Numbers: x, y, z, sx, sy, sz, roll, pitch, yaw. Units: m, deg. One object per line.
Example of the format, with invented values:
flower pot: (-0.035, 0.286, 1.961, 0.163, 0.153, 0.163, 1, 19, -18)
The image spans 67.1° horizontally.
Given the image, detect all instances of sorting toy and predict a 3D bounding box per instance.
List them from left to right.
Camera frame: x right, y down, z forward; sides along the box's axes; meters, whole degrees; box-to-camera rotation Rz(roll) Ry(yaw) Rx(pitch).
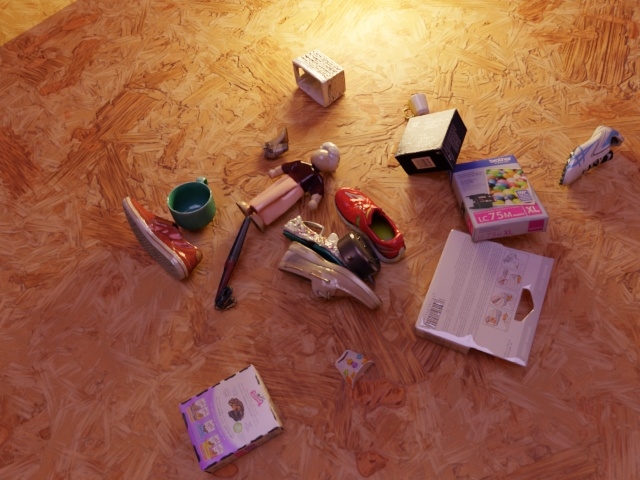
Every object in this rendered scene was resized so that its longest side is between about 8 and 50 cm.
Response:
sorting toy: (0.075, 0.302, 1.176, 0.083, 0.045, 0.075, -46, 45, -17)

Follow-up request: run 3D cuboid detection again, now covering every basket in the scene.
basket: (-0.002, -0.552, 1.630, 0.103, 0.113, 0.167, -38, 62, -15)

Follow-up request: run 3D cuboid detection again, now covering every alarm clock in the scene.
alarm clock: (0.102, 0.027, 1.276, 0.064, 0.129, 0.192, -38, 25, 14)

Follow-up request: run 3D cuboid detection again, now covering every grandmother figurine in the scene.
grandmother figurine: (-0.072, -0.167, 1.430, 0.342, 0.104, 0.208, -42, 72, -12)

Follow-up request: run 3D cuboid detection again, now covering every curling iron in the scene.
curling iron: (-0.234, 0.063, 1.329, 0.068, 0.035, 0.274, 7, 73, 24)

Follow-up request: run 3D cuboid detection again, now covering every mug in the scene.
mug: (-0.367, -0.103, 1.433, 0.129, 0.097, 0.158, 36, 60, 28)
mug: (0.313, -0.420, 1.546, 0.062, 0.078, 0.064, -4, 64, -31)

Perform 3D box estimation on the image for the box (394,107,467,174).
box: (0.322, -0.284, 1.403, 0.156, 0.093, 0.158, 0, 56, 43)

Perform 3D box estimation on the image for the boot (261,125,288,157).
boot: (-0.147, -0.316, 1.560, 0.087, 0.042, 0.118, -12, 52, 11)

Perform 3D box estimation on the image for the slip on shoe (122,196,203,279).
slip on shoe: (-0.465, -0.019, 1.402, 0.331, 0.123, 0.101, 39, 56, 23)

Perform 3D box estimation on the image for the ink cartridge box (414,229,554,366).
ink cartridge box: (0.405, 0.141, 1.196, 0.261, 0.066, 0.296, 19, 65, 19)

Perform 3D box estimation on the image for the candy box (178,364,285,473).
candy box: (-0.207, 0.415, 1.131, 0.196, 0.070, 0.165, -27, 60, -7)

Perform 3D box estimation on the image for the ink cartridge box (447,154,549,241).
ink cartridge box: (0.466, -0.137, 1.313, 0.186, 0.065, 0.311, -9, 44, 4)

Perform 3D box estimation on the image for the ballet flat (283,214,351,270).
ballet flat: (0.000, 0.000, 1.322, 0.241, 0.091, 0.077, 31, 74, 24)

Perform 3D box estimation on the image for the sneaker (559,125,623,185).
sneaker: (0.755, -0.233, 1.346, 0.237, 0.085, 0.086, -43, 58, -14)

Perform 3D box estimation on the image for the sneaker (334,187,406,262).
sneaker: (0.139, -0.067, 1.326, 0.107, 0.118, 0.279, -36, 62, -13)

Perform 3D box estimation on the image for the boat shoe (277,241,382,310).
boat shoe: (0.020, 0.110, 1.255, 0.302, 0.109, 0.098, 30, 77, 25)
